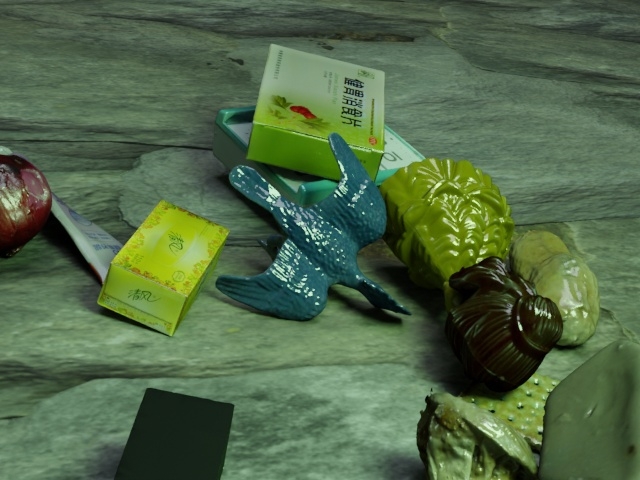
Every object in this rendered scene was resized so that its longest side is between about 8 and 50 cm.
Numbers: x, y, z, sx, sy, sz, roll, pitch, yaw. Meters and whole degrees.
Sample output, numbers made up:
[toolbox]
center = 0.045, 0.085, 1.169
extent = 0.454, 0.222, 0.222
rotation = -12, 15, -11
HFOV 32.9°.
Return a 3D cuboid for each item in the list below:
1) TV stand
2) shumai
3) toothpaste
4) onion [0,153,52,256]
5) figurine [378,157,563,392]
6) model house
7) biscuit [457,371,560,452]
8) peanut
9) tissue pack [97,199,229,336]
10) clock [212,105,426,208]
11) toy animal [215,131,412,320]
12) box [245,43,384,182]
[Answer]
[TV stand]
center = -0.135, 0.237, 0.899
extent = 0.088, 0.083, 0.269
rotation = 12, 29, -2
[shumai]
center = 0.132, 0.221, 1.015
extent = 0.145, 0.145, 0.116
rotation = 26, 68, 24
[toothpaste]
center = -0.321, -0.032, 1.356
extent = 0.301, 0.048, 0.075
rotation = 38, 9, 29
[onion]
center = -0.382, -0.040, 1.274
extent = 0.131, 0.131, 0.131
rotation = 9, 28, -5
[figurine]
center = 0.176, 0.055, 1.286
extent = 0.168, 0.187, 0.315
rotation = -24, 35, 9
[model house]
center = 0.283, 0.224, 1.001
extent = 0.122, 0.188, 0.229
rotation = -19, 22, 23
[biscuit]
center = 0.258, 0.194, 1.196
extent = 0.203, 0.016, 0.144
rotation = 23, 30, 20
[peanut]
center = 0.301, 0.057, 1.398
extent = 0.099, 0.100, 0.214
rotation = 6, 23, -11
[tissue pack]
center = -0.179, 0.027, 1.269
extent = 0.095, 0.062, 0.176
rotation = 24, 30, 1
[clock]
center = 0.006, -0.104, 1.559
extent = 0.262, 0.116, 0.231
rotation = -13, 42, -36
[toy animal]
center = 0.000, 0.000, 1.310
extent = 0.255, 0.239, 0.176
rotation = 44, -20, -28
[box]
center = -0.002, -0.178, 1.505
extent = 0.175, 0.062, 0.260
rotation = 13, 32, -5
